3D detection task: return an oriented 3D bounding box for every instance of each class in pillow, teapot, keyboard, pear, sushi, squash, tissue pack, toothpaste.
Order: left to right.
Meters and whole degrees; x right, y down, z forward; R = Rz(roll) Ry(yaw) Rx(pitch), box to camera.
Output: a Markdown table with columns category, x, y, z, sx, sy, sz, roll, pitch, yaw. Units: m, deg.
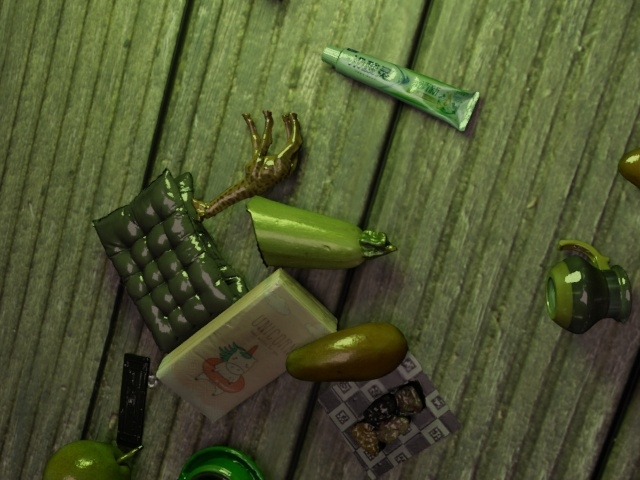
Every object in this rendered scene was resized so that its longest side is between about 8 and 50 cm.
| category | x | y | z | sx | sy | sz | roll | pitch | yaw |
| --- | --- | --- | --- | --- | --- | --- | --- | --- | --- |
| pear | -0.469 | 0.489 | 1.425 | 0.216 | 0.180 | 0.166 | -30 | 50 | 3 |
| keyboard | -0.406 | 0.348 | 1.477 | 0.061 | 0.013 | 0.204 | 8 | 95 | 17 |
| pillow | -0.300 | 0.044 | 1.383 | 0.228 | 0.101 | 0.326 | -32 | 81 | 21 |
| tissue pack | -0.142 | 0.207 | 1.319 | 0.325 | 0.071 | 0.170 | -37 | 111 | 17 |
| squash | -0.003 | 0.014 | 1.277 | 0.288 | 0.137 | 0.137 | 15 | 98 | 9 |
| sushi | 0.119 | 0.327 | 1.280 | 0.215 | 0.050 | 0.192 | -37 | 81 | 16 |
| toothpaste | 0.139 | -0.288 | 1.245 | 0.297 | 0.048 | 0.074 | 25 | 95 | 12 |
| teapot | 0.439 | 0.073 | 1.132 | 0.119 | 0.130 | 0.165 | -1 | 61 | 4 |

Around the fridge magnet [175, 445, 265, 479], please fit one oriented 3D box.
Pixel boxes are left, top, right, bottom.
| category | x | y | z | sx | sy | sz | roll | pitch | yaw |
| --- | --- | --- | --- | --- | --- | --- | --- | --- | --- |
| fridge magnet | -0.199 | 0.519 | 1.377 | 0.208 | 0.088 | 0.208 | 1 | 93 | 18 |

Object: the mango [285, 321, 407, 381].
| category | x | y | z | sx | sy | sz | roll | pitch | yaw |
| --- | --- | --- | --- | --- | --- | --- | --- | --- | --- |
| mango | 0.046 | 0.210 | 1.244 | 0.228 | 0.136 | 0.099 | -11 | 70 | 4 |

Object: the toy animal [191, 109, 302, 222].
| category | x | y | z | sx | sy | sz | roll | pitch | yaw |
| --- | --- | --- | --- | --- | --- | --- | --- | --- | --- |
| toy animal | -0.134 | -0.136 | 1.319 | 0.149 | 0.054 | 0.275 | 30 | 93 | 5 |

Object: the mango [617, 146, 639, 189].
| category | x | y | z | sx | sy | sz | roll | pitch | yaw |
| --- | --- | --- | --- | --- | --- | --- | --- | --- | --- |
| mango | 0.569 | -0.087 | 1.092 | 0.184 | 0.085 | 0.102 | 44 | 109 | 22 |
